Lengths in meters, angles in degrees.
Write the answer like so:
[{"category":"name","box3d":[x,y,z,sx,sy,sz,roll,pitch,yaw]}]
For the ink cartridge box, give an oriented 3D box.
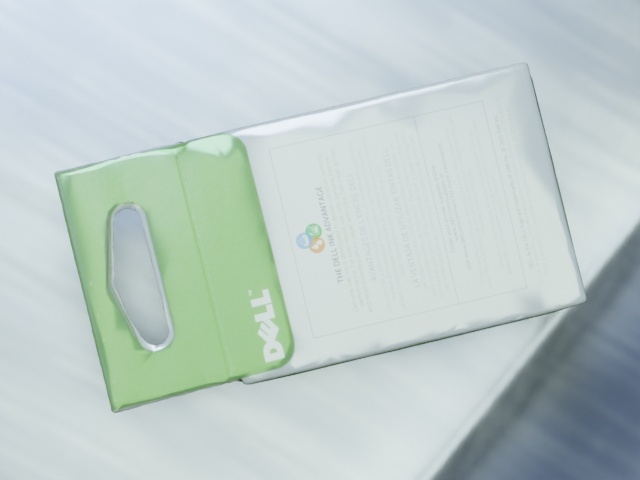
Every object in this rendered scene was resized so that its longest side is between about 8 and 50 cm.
[{"category":"ink cartridge box","box3d":[0.000,0.000,0.793,0.209,0.062,0.109,-13,88,-5]}]
